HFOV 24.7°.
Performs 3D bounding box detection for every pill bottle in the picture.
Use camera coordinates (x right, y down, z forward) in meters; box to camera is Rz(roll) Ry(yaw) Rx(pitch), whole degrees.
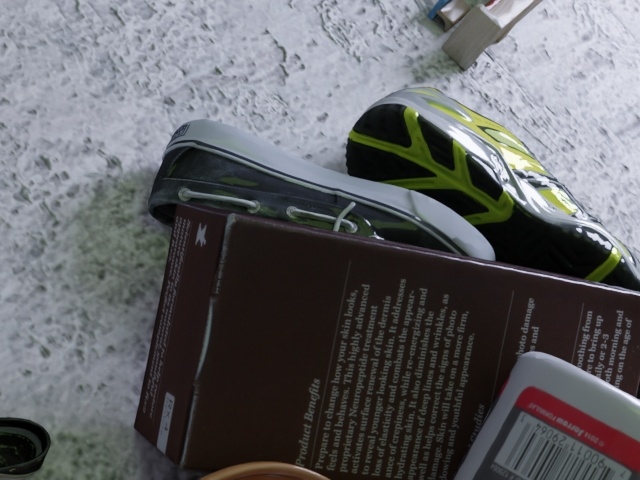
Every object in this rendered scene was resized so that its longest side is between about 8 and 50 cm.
[{"bbox_3d":[0.148,0.256,1.052,0.176,0.176,0.319,30,86,-8],"label":"pill bottle"}]

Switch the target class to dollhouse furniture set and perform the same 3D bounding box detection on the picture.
[{"bbox_3d":[0.185,-0.302,1.556,0.129,0.129,0.183,44,49,4],"label":"dollhouse furniture set"}]

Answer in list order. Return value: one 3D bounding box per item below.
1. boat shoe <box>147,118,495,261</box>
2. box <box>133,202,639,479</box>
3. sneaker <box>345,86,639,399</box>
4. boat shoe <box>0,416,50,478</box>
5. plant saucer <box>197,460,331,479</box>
[{"bbox_3d":[0.001,-0.002,1.265,0.306,0.113,0.105,24,56,-10],"label":"boat shoe"},{"bbox_3d":[0.062,0.098,1.166,0.381,0.143,0.191,11,92,-25],"label":"box"},{"bbox_3d":[0.202,-0.011,1.367,0.384,0.145,0.147,45,34,-5],"label":"sneaker"},{"bbox_3d":[-0.263,0.150,1.061,0.133,0.042,0.049,3,60,-26],"label":"boat shoe"},{"bbox_3d":[-0.053,0.253,1.051,0.199,0.037,0.200,-5,101,-24],"label":"plant saucer"}]
